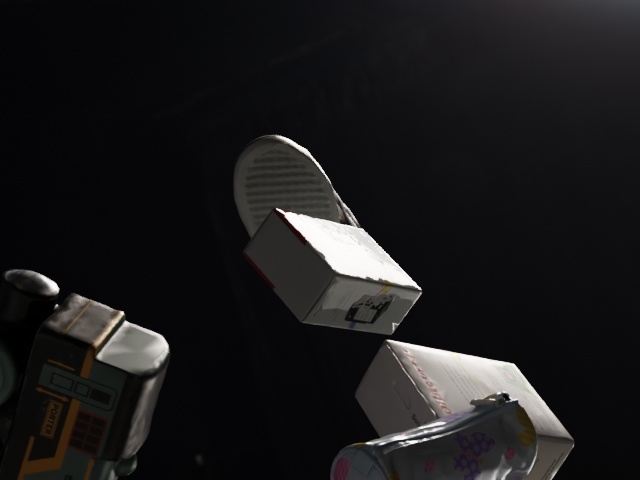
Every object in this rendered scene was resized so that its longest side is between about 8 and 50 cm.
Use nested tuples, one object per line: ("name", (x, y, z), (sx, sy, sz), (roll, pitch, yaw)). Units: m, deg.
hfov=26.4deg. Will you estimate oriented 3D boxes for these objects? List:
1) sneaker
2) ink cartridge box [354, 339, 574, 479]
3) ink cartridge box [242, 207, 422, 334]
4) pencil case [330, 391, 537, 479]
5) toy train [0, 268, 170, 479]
("sneaker", (-0.026, -0.026, 1.779), (0.126, 0.127, 0.321), (-31, -53, 2))
("ink cartridge box", (0.220, 0.275, 2.112), (0.278, 0.201, 0.117), (13, -63, -34))
("ink cartridge box", (0.016, 0.037, 1.586), (0.175, 0.127, 0.072), (12, -61, -51))
("pencil case", (0.142, 0.272, 1.667), (0.273, 0.113, 0.124), (-14, -41, -37))
("toy train", (-0.261, 0.194, 1.224), (0.190, 0.334, 0.142), (20, 17, 3))
